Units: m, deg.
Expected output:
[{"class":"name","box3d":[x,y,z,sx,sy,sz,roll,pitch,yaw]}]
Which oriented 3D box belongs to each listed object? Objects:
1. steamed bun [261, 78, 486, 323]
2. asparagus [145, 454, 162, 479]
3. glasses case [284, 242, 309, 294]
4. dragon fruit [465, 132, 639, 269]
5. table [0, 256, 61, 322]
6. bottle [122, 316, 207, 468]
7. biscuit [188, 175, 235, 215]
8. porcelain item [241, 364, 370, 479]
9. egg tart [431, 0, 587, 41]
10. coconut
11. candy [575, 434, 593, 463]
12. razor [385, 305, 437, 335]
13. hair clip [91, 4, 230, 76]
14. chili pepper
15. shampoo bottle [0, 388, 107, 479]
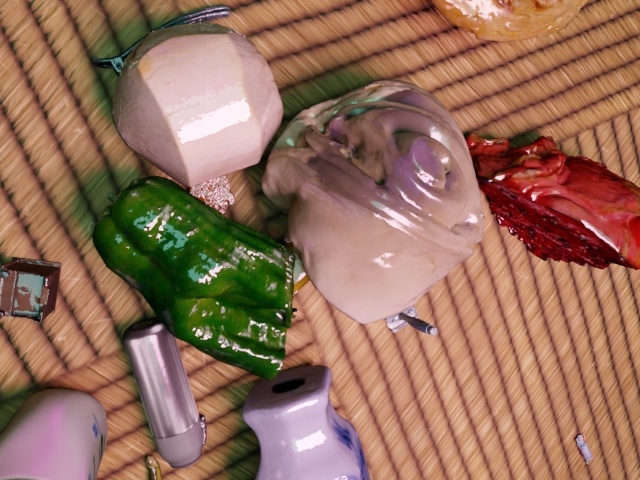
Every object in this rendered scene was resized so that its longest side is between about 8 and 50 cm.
[{"class":"steamed bun","box3d":[0.089,-0.085,0.696,0.352,0.247,0.339,-37,78,-19]},{"class":"asparagus","box3d":[-0.292,0.428,0.817,0.021,0.025,0.108,-4,99,5]},{"class":"glasses case","box3d":[0.000,0.000,0.827,0.234,0.064,0.079,-43,85,-10]},{"class":"dragon fruit","box3d":[0.444,-0.122,0.858,0.329,0.286,0.228,38,89,-9]},{"class":"table","box3d":[-0.442,0.076,0.696,0.070,0.082,0.083,10,93,-18]},{"class":"bottle","box3d":[-0.255,0.254,0.783,0.096,0.079,0.253,-25,106,-52]},{"class":"biscuit","box3d":[-0.185,-0.078,0.790,0.078,0.015,0.091,12,93,-20]},{"class":"porcelain item","box3d":[-0.003,0.437,0.790,0.178,0.242,0.405,-16,92,4]},{"class":"egg tart","box3d":[0.311,-0.559,0.796,0.443,0.178,0.443,-3,100,-16]},{"class":"coconut","box3d":[-0.181,-0.191,0.666,0.241,0.241,0.241,-2,98,-17]},{"class":"candy","box3d":[0.633,0.498,1.109,0.030,0.020,0.083,-35,107,-7]},{"class":"razor","box3d":[0.180,0.156,0.867,0.068,0.135,0.040,-30,101,-11]},{"class":"hair clip","box3d":[-0.243,-0.319,0.731,0.229,0.039,0.070,-40,105,-10]},{"class":"chili pepper","box3d":[-0.173,0.067,0.706,0.213,0.167,0.385,-34,113,31]},{"class":"shampoo bottle","box3d":[-0.384,0.346,0.608,0.151,0.349,0.222,14,92,-17]}]
